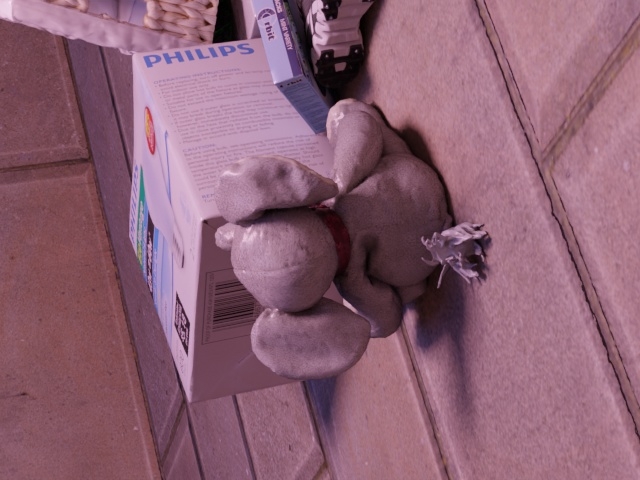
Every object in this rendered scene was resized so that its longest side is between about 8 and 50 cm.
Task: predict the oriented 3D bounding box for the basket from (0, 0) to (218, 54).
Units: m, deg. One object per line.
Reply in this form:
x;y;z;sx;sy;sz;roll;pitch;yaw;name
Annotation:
-0.342;-0.425;2.003;0.331;0.328;0.266;19;97;56;basket

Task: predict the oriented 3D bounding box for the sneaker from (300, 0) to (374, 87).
0.017;-0.295;1.603;0.234;0.078;0.106;102;151;-51;sneaker

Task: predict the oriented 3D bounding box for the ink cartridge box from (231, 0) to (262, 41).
-0.102;-0.363;2.017;0.179;0.045;0.145;113;145;-75;ink cartridge box

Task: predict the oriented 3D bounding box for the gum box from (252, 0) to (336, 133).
-0.032;-0.237;1.701;0.184;0.041;0.157;44;-150;-69;gum box

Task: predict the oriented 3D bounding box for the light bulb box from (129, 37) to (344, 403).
-0.120;-0.035;1.899;0.361;0.225;0.358;-117;26;-43;light bulb box

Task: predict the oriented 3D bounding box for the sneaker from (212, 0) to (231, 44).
-0.225;-0.396;2.270;0.146;0.134;0.343;67;-179;-61;sneaker

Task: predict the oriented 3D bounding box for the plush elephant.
0.000;0.000;1.498;0.330;0.255;0.272;-152;56;-68;plush elephant
